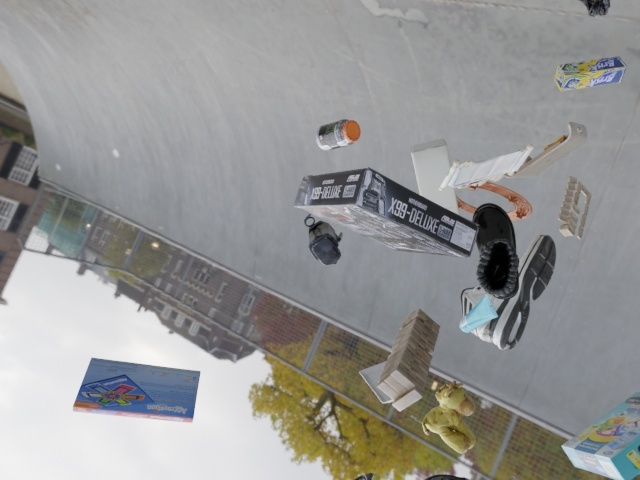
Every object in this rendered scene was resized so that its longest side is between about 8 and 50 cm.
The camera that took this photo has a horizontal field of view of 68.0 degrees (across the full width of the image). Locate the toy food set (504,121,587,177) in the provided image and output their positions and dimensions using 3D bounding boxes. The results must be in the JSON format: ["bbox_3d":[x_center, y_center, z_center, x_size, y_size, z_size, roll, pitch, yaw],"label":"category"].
[{"bbox_3d":[0.861,-0.347,1.842,0.220,0.306,0.092,-9,-113,-48],"label":"toy food set"}]

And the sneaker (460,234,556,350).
[{"bbox_3d":[0.665,0.156,1.752,0.169,0.447,0.258,36,171,-38],"label":"sneaker"}]

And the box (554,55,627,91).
[{"bbox_3d":[0.769,-0.477,1.355,0.169,0.059,0.054,-8,142,5],"label":"box"}]

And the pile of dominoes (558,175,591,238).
[{"bbox_3d":[1.080,-0.143,2.040,0.196,0.251,0.040,35,157,-28],"label":"pile of dominoes"}]

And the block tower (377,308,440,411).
[{"bbox_3d":[0.258,0.324,1.355,0.097,0.091,0.335,40,-148,-1],"label":"block tower"}]

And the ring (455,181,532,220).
[{"bbox_3d":[0.598,-0.139,1.742,0.337,0.032,0.336,22,171,4],"label":"ring"}]

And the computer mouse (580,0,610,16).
[{"bbox_3d":[0.609,-0.645,1.091,0.060,0.184,0.262,-14,136,16],"label":"computer mouse"}]

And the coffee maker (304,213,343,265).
[{"bbox_3d":[0.000,0.000,1.829,0.171,0.120,0.178,30,-167,-10],"label":"coffee maker"}]

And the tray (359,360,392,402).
[{"bbox_3d":[0.256,0.540,1.806,0.145,0.030,0.270,-16,-168,-10],"label":"tray"}]

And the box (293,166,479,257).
[{"bbox_3d":[0.133,-0.051,0.994,0.308,0.076,0.242,22,172,-29],"label":"box"}]

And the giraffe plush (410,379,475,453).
[{"bbox_3d":[0.424,0.547,1.529,0.210,0.170,0.181,26,-173,1],"label":"giraffe plush"}]

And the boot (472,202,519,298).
[{"bbox_3d":[0.551,0.017,1.502,0.131,0.347,0.260,-17,161,24],"label":"boot"}]

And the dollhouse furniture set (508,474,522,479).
[{"bbox_3d":[0.482,0.614,1.077,0.058,0.076,0.152,57,165,-23],"label":"dollhouse furniture set"}]

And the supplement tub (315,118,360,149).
[{"bbox_3d":[0.078,-0.463,2.072,0.117,0.116,0.190,26,164,-36],"label":"supplement tub"}]

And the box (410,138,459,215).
[{"bbox_3d":[0.364,-0.171,1.498,0.113,0.275,0.094,-10,-159,13],"label":"box"}]

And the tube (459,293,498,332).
[{"bbox_3d":[0.531,0.254,1.599,0.207,0.052,0.080,105,143,-61],"label":"tube"}]

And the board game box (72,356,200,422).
[{"bbox_3d":[-0.458,0.382,1.211,0.282,0.027,0.145,12,-145,-14],"label":"board game box"}]

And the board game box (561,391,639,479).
[{"bbox_3d":[0.952,0.586,1.449,0.079,0.336,0.254,59,169,12],"label":"board game box"}]

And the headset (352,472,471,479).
[{"bbox_3d":[0.260,0.666,1.135,0.394,0.243,0.185,33,168,-26],"label":"headset"}]

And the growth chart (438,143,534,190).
[{"bbox_3d":[0.410,-0.175,1.183,0.237,0.021,0.172,-14,162,-12],"label":"growth chart"}]
